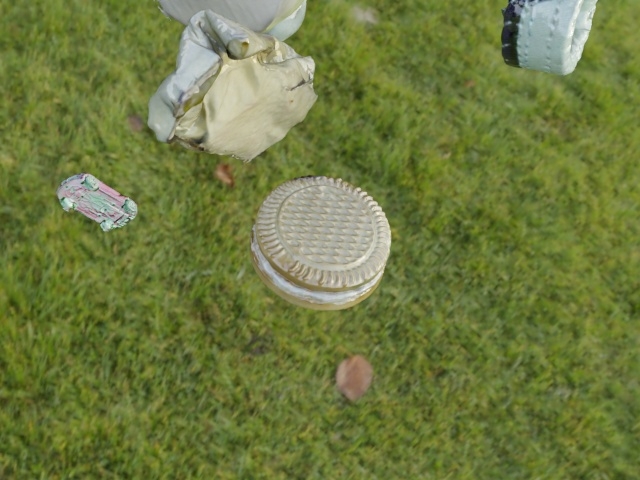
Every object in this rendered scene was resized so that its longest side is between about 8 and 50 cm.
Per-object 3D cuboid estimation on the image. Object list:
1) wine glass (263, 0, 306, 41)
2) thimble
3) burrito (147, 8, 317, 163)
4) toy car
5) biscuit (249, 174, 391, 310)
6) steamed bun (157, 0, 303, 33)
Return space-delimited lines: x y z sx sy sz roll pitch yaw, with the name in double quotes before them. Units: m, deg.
"wine glass" -0.072 -0.539 2.208 0.126 0.241 0.126 31 41 -32
"thimble" 0.444 -0.433 1.877 0.150 0.237 0.237 19 43 20
"burrito" -0.128 -0.216 1.325 0.135 0.190 0.332 55 13 11
"toy car" -0.362 -0.067 1.583 0.142 0.069 0.055 34 32 -42
"biscuit" 0.000 0.000 1.673 0.259 0.079 0.259 7 52 -9
"steamed bun" -0.137 -0.495 1.544 0.309 0.309 0.309 14 49 -16
